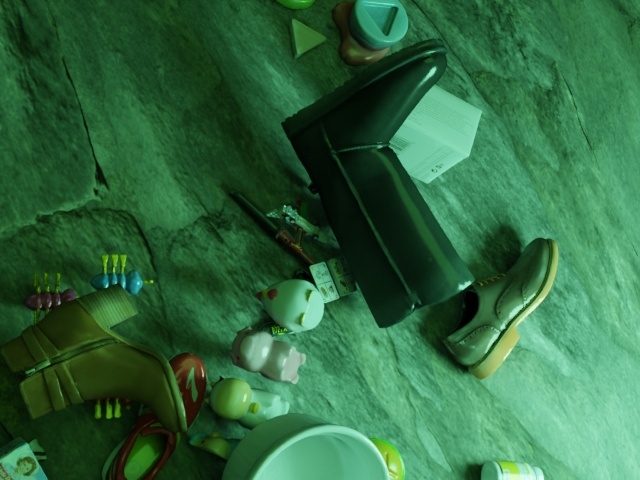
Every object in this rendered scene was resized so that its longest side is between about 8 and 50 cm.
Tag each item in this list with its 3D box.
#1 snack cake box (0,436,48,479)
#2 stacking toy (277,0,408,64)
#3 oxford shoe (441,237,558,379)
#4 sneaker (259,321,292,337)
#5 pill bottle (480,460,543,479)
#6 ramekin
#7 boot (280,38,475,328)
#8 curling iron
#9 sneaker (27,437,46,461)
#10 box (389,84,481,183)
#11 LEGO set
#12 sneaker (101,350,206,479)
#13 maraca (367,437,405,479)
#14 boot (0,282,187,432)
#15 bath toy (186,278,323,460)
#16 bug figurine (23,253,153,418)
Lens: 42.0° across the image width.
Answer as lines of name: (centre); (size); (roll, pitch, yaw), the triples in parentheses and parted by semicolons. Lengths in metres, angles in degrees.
snack cake box: (-0.460, 0.457, 1.278); (0.152, 0.089, 0.264); (-31, 99, -27)
stacking toy: (0.044, -0.545, 1.813); (0.279, 0.130, 0.309); (-14, 80, -27)
oxford shoe: (0.385, 0.112, 1.763); (0.132, 0.130, 0.364); (38, 63, -2)
sneaker: (-0.077, 0.165, 1.592); (0.083, 0.035, 0.031); (-11, 78, -26)
pill bottle: (0.388, 0.479, 1.682); (0.116, 0.065, 0.065); (9, 71, -21)
ramekin: (-0.033, 0.424, 1.389); (0.277, 0.135, 0.277); (-4, 98, -27)
boot: (0.166, -0.099, 1.570); (0.146, 0.367, 0.445); (-17, 81, -59)
curling iron: (-0.082, 0.001, 1.641); (0.068, 0.035, 0.274); (-41, 93, -28)
sneaker: (-0.489, 0.371, 1.345); (0.044, 0.040, 0.109); (49, 62, -5)
box: (0.208, -0.232, 1.758); (0.182, 0.181, 0.119); (25, 67, -14)
LEGO set: (0.000, 0.000, 1.665); (0.182, 0.060, 0.244); (-16, 81, -51)
sneaker: (-0.264, 0.315, 1.416); (0.107, 0.118, 0.279); (32, 64, -13)
maraca: (0.065, 0.439, 1.539); (0.185, 0.099, 0.127); (-24, 83, -2)
boot: (-0.357, 0.226, 1.329); (0.220, 0.109, 0.283); (-29, 84, -21)
bath toy: (-0.113, 0.222, 1.499); (0.129, 0.151, 0.348); (13, 70, 29)
bug figurine: (-0.402, 0.163, 1.430); (0.216, 0.072, 0.279); (4, 77, -16)
